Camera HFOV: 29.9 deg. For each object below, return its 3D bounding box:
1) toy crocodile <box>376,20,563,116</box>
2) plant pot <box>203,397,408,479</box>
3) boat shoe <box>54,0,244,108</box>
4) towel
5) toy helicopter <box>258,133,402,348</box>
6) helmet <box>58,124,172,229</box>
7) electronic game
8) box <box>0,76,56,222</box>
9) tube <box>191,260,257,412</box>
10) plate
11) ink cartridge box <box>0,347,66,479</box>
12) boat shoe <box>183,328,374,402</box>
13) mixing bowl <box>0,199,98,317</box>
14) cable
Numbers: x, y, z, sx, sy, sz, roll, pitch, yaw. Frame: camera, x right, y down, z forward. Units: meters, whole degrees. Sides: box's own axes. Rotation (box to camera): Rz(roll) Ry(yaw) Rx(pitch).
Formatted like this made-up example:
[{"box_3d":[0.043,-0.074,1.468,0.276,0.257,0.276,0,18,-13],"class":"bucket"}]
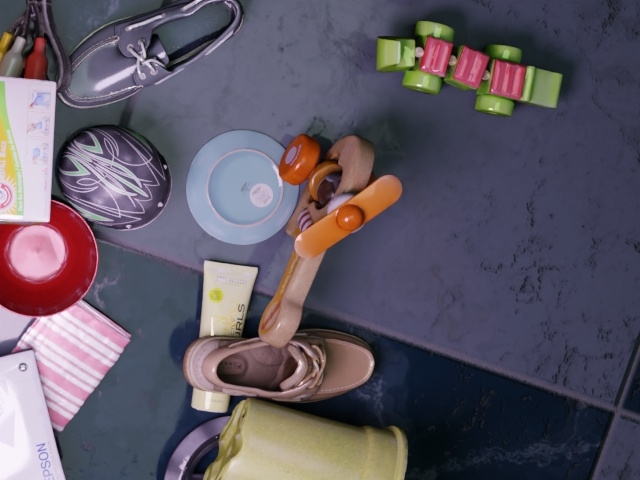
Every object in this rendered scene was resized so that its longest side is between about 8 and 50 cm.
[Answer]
[{"box_3d":[0.247,-0.282,1.980,0.340,0.105,0.115,14,92,-16],"class":"toy crocodile"},{"box_3d":[-0.039,0.374,1.868,0.254,0.276,0.276,24,89,-10],"class":"plant pot"},{"box_3d":[-0.262,-0.300,1.849,0.319,0.099,0.116,-27,103,-10],"class":"boat shoe"},{"box_3d":[-0.413,0.189,1.897,0.144,0.029,0.197,38,88,-15],"class":"towel"},{"box_3d":[0.000,0.000,1.847,0.140,0.235,0.355,27,78,-24],"class":"toy helicopter"},{"box_3d":[-0.313,-0.096,1.823,0.169,0.161,0.169,-1,96,-14],"class":"helmet"},{"box_3d":[-0.149,0.401,1.971,0.229,0.048,0.229,-1,92,-22],"class":"electronic game"},{"box_3d":[-0.440,-0.125,1.718,0.103,0.114,0.203,3,89,-18],"class":"box"},{"box_3d":[-0.163,0.156,1.941,0.062,0.070,0.240,9,89,26],"class":"tube"},{"box_3d":[-0.124,-0.086,1.945,0.188,0.024,0.188,-1,95,-14],"class":"plate"},{"box_3d":[-0.520,0.297,1.814,0.224,0.045,0.223,-15,91,-15],"class":"ink cartridge box"},{"box_3d":[-0.045,0.208,1.919,0.341,0.110,0.122,0,92,-31],"class":"boat shoe"},{"box_3d":[-0.434,0.022,1.835,0.181,0.098,0.181,-1,95,-13],"class":"mixing bowl"},{"box_3d":[-0.433,-0.335,1.802,0.139,0.072,0.287,13,97,18],"class":"cable"}]
